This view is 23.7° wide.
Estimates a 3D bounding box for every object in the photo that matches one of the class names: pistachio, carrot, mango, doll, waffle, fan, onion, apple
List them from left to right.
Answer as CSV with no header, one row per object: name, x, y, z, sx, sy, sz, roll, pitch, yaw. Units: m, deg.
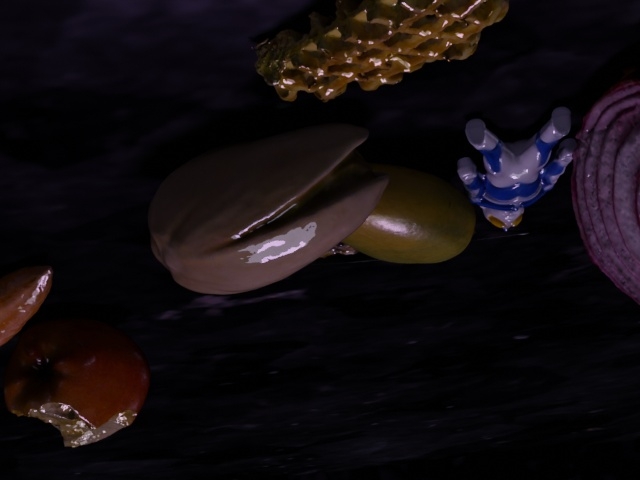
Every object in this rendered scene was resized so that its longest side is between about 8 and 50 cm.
carrot,-0.333,0.068,1.589,0.072,0.072,0.205,6,150,-42
apple,-0.285,0.156,1.767,0.156,0.147,0.158,20,162,20
pistachio,-0.049,-0.030,1.300,0.226,0.135,0.136,-23,160,19
waffle,0.038,-0.147,1.065,0.192,0.046,0.160,-13,166,14
mango,0.062,-0.025,1.408,0.191,0.085,0.122,11,176,-41
fan,0.108,0.010,1.640,0.310,0.010,0.182,-7,-176,-32
doll,0.183,-0.061,1.426,0.114,0.057,0.227,-13,162,-2
onion,0.342,-0.043,1.305,0.207,0.216,0.206,-11,169,-20

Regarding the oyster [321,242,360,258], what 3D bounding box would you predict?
oyster,0.000,-0.003,1.512,0.166,0.053,0.108,-13,169,-18
